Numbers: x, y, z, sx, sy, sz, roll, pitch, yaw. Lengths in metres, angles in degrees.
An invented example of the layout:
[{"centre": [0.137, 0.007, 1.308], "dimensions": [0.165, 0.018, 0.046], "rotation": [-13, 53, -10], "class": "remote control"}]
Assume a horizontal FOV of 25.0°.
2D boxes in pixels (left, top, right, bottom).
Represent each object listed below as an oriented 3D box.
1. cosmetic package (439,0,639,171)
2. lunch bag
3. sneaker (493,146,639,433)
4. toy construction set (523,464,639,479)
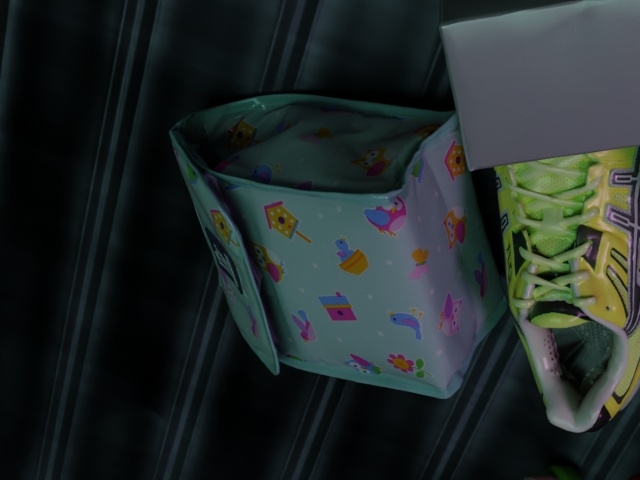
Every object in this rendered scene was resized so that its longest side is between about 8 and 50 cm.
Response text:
[{"centre": [0.186, -0.124, 0.784], "dimensions": [0.238, 0.127, 0.107], "rotation": [-9, 125, 14], "class": "cosmetic package"}, {"centre": [0.000, 0.000, 1.227], "dimensions": [0.262, 0.160, 0.223], "rotation": [7, 132, 31], "class": "lunch bag"}, {"centre": [0.207, -0.016, 1.134], "dimensions": [0.145, 0.147, 0.384], "rotation": [-3, 123, 26], "class": "sneaker"}, {"centre": [0.375, 0.337, 1.320], "dimensions": [0.237, 0.257, 0.309], "rotation": [8, 169, -43], "class": "toy construction set"}]
